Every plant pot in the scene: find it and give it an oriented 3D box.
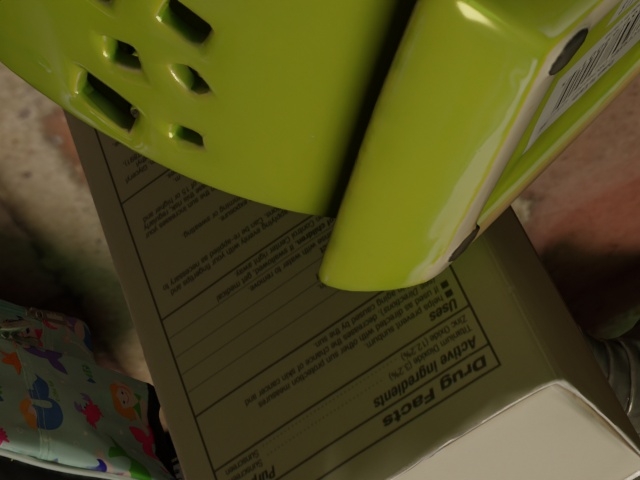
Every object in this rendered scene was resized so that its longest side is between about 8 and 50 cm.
[{"bbox_3d":[0.027,-0.128,0.558,0.228,0.207,0.227,-44,167,-27],"label":"plant pot"}]

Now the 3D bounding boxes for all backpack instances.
[{"bbox_3d":[-0.221,0.137,0.854,0.225,0.191,0.253,-45,145,22],"label":"backpack"}]

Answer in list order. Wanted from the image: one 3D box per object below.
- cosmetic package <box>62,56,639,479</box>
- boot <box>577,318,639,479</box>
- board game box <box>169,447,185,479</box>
[{"bbox_3d":[0.000,0.000,0.707,0.160,0.309,0.113,-33,143,14],"label":"cosmetic package"},{"bbox_3d":[0.211,0.076,1.036,0.161,0.083,0.247,17,102,-39],"label":"boot"},{"bbox_3d":[-0.111,0.216,1.109,0.243,0.042,0.165,-24,142,9],"label":"board game box"}]
